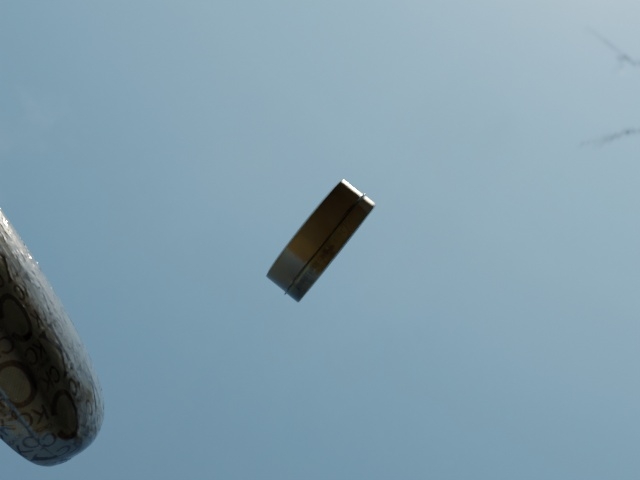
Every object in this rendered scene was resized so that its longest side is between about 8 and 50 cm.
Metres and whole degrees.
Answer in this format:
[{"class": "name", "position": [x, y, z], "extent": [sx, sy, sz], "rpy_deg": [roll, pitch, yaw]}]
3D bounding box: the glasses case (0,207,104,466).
[{"class": "glasses case", "position": [-0.277, 0.014, 1.104], "extent": [0.355, 0.085, 0.137], "rpy_deg": [57, -170, -13]}]

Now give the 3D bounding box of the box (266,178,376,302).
[{"class": "box", "position": [0.000, 0.000, 1.193], "extent": [0.037, 0.105, 0.105], "rpy_deg": [38, -136, 1]}]
